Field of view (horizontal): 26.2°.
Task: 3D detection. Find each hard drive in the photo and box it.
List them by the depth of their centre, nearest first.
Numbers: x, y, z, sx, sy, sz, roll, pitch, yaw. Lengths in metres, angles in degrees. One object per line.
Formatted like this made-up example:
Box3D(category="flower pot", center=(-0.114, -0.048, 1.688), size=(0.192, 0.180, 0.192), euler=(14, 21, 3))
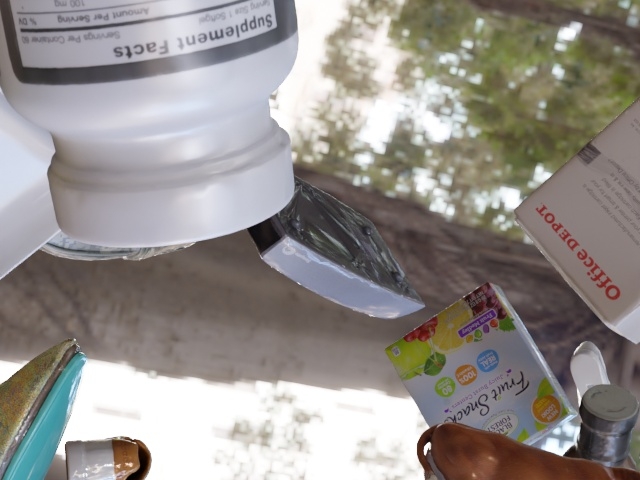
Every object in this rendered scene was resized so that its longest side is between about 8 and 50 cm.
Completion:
Box3D(category="hard drive", center=(0.000, 0.000, 1.560), size=(0.054, 0.255, 0.172), euler=(-45, -131, 16))

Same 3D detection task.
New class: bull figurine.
Box3D(category="bull figurine", center=(0.241, 0.285, 1.437), size=(0.101, 0.310, 0.188), euler=(91, 18, -44))

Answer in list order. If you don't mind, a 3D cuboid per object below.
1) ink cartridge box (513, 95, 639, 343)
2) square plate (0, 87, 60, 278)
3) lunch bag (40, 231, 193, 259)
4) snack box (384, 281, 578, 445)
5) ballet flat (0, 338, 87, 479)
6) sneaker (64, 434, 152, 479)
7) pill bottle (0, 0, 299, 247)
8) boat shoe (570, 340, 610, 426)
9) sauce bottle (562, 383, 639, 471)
Box3D(category="ink cartridge box", center=(0.411, -0.045, 1.684), size=(0.283, 0.117, 0.207), euler=(-43, -120, 10))
Box3D(category="square plate", center=(-0.435, -0.052, 1.380), size=(0.344, 0.347, 0.049), euler=(-38, -132, 10))
Box3D(category="lunch bag", center=(-0.317, -0.087, 1.678), size=(0.305, 0.256, 0.212), euler=(17, -66, 46))
Box3D(category="snack box", center=(0.213, 0.188, 1.836), size=(0.174, 0.070, 0.207), euler=(-35, -107, 14))
Box3D(category="ballet flat", center=(-0.327, 0.243, 1.319), size=(0.123, 0.123, 0.348), euler=(-125, -127, -71))
Box3D(category="sneaker", center=(-0.304, 0.343, 1.987), size=(0.290, 0.123, 0.106), euler=(123, -40, -72))
Box3D(category="pill bottle", center=(-0.126, -0.193, 0.921), size=(0.210, 0.210, 0.363), euler=(-118, -161, -68))
Box3D(category="boat shoe", center=(0.442, 0.248, 2.217), size=(0.184, 0.066, 0.063), euler=(68, 28, -18))
Box3D(category="sauce bottle", center=(0.347, 0.337, 1.756), size=(0.111, 0.111, 0.344), euler=(-99, -173, -54))
